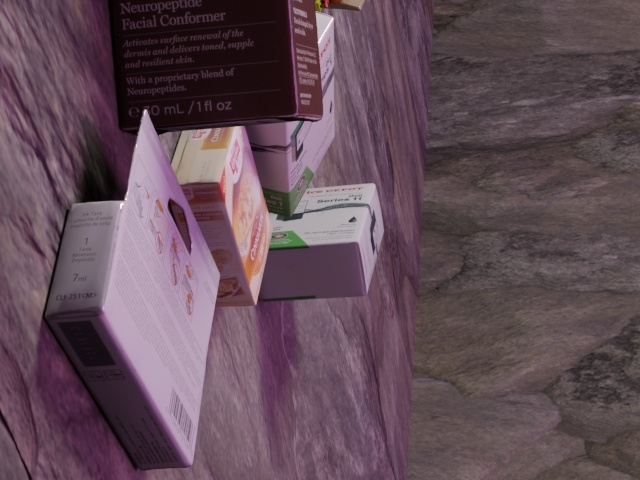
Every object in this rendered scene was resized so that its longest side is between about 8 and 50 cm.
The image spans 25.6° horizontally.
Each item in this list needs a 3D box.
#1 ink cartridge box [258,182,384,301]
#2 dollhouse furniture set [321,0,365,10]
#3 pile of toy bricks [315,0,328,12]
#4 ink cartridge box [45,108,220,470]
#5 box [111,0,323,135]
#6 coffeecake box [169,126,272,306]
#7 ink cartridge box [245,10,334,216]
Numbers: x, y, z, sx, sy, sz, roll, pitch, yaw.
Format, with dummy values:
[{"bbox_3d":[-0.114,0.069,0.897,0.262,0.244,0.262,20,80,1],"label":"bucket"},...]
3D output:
[{"bbox_3d":[0.000,0.000,1.978,0.208,0.153,0.086,-71,154,-64],"label":"ink cartridge box"},{"bbox_3d":[0.011,-0.559,2.373,0.262,0.135,0.259,74,28,-45],"label":"dollhouse furniture set"},{"bbox_3d":[-0.042,-0.343,1.996,0.118,0.105,0.212,-75,158,-58],"label":"pile of toy bricks"},{"bbox_3d":[-0.171,0.051,1.354,0.275,0.060,0.239,71,18,-50],"label":"ink cartridge box"},{"bbox_3d":[-0.111,-0.305,1.441,0.143,0.191,0.381,-13,99,-78],"label":"box"},{"bbox_3d":[-0.115,-0.037,1.635,0.142,0.068,0.185,-79,161,-48],"label":"coffeecake box"},{"bbox_3d":[-0.051,-0.163,1.748,0.219,0.093,0.160,89,23,-53],"label":"ink cartridge box"}]
